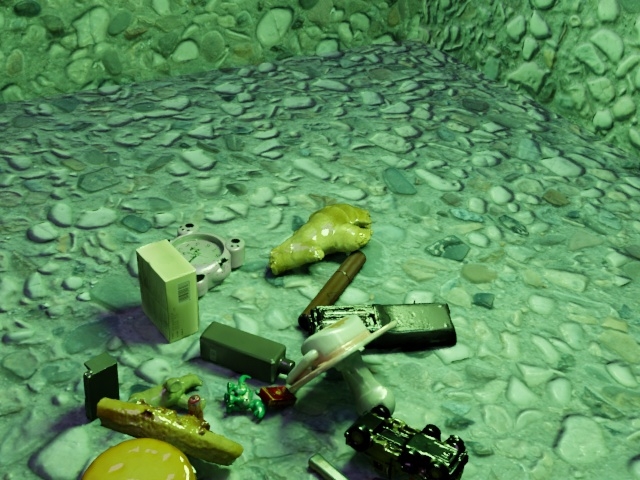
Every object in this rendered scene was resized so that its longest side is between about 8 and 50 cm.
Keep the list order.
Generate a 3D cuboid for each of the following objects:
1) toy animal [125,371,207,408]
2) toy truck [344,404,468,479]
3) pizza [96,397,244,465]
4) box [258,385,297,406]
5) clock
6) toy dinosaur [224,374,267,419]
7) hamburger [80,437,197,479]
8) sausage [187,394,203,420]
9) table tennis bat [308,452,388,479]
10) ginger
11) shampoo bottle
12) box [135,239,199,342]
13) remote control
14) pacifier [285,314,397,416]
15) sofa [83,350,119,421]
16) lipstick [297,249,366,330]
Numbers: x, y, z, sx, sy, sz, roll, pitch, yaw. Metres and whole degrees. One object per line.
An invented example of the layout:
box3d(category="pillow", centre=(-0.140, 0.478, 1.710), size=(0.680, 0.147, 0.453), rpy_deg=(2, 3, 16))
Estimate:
box3d(category="toy animal", centre=(-0.363, 0.366, 1.848), size=(0.219, 0.103, 0.101), rpy_deg=(-23, 18, -28))
box3d(category="toy truck", centre=(0.182, 0.462, 1.713), size=(0.257, 0.127, 0.127), rpy_deg=(22, 30, 25))
box3d(category="pizza", centre=(-0.326, 0.402, 1.686), size=(0.336, 0.086, 0.226), rpy_deg=(24, -17, -21))
box3d(category="box", centre=(-0.102, 0.371, 1.880), size=(0.082, 0.023, 0.051), rpy_deg=(8, 22, -45))
box3d(category="clock", centre=(-0.361, 0.058, 2.295), size=(0.228, 0.090, 0.248), rpy_deg=(17, 38, 20))
box3d(category="toy dinosaur", centre=(-0.178, 0.372, 1.881), size=(0.096, 0.059, 0.132), rpy_deg=(7, 37, -18))
box3d(category="hamburger", centre=(-0.349, 0.519, 1.535), size=(0.246, 0.170, 0.246), rpy_deg=(0, 46, 0))
box3d(category="sausage", centre=(-0.278, 0.391, 1.766), size=(0.034, 0.129, 0.034), rpy_deg=(2, 35, -1))
box3d(category="table tennis bat", centre=(0.090, 0.550, 1.665), size=(0.173, 0.022, 0.301), rpy_deg=(-25, 45, -37))
box3d(category="ginger", centre=(0.021, 0.012, 2.386), size=(0.236, 0.166, 0.375), rpy_deg=(26, 54, 18))
box3d(category="shampoo bottle", centre=(-0.181, 0.284, 1.980), size=(0.246, 0.080, 0.079), rpy_deg=(17, 37, 18))
box3d(category="box", centre=(-0.401, 0.132, 2.069), size=(0.095, 0.212, 0.168), rpy_deg=(-23, 43, -32))
box3d(category="remote control", centre=(0.166, 0.219, 2.091), size=(0.399, 0.062, 0.144), rpy_deg=(-2, 50, -13))
box3d(category="pacifier", centre=(0.067, 0.292, 1.865), size=(0.273, 0.220, 0.332), rpy_deg=(25, 27, 28))
box3d(category="sofa", centre=(-0.514, 0.333, 1.814), size=(0.060, 0.147, 0.085), rpy_deg=(31, 42, 29))
box3d(category="lipstick", centre=(0.037, 0.137, 2.243), size=(0.057, 0.057, 0.356), rpy_deg=(17, 36, 19))
